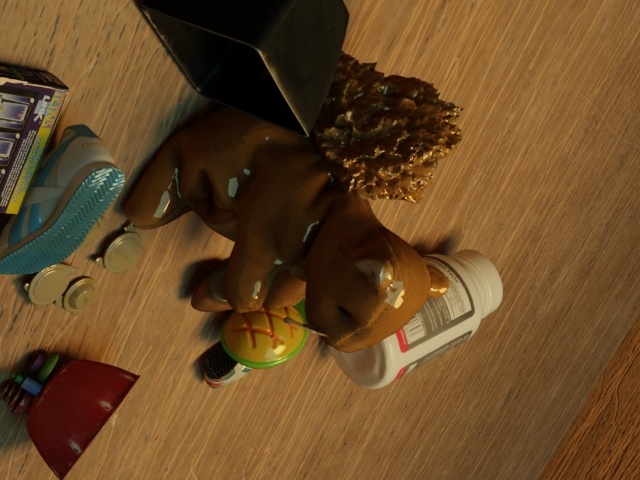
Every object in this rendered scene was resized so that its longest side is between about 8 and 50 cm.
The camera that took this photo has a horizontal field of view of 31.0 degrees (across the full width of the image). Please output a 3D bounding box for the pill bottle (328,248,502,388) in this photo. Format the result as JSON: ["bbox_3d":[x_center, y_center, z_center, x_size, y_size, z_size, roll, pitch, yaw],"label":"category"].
[{"bbox_3d":[0.177,0.128,2.079,0.318,0.176,0.176,-23,138,-35],"label":"pill bottle"}]

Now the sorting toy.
[{"bbox_3d":[-0.401,0.189,1.576,0.042,0.061,0.102,34,85,-14],"label":"sorting toy"}]

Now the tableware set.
[{"bbox_3d":[-0.316,0.033,1.546,0.168,0.020,0.141,-50,149,-4],"label":"tableware set"}]

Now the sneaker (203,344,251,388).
[{"bbox_3d":[-0.127,0.187,1.898,0.161,0.057,0.075,-34,160,-26],"label":"sneaker"}]

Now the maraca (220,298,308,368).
[{"bbox_3d":[-0.075,0.136,1.835,0.186,0.127,0.099,-35,153,-36],"label":"maraca"}]

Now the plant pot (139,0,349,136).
[{"bbox_3d":[-0.073,-0.268,1.415,0.167,0.187,0.188,-57,149,-15],"label":"plant pot"}]

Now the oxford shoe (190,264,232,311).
[{"bbox_3d":[-0.118,0.069,1.790,0.076,0.076,0.212,-36,162,37],"label":"oxford shoe"}]

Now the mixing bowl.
[{"bbox_3d":[-0.342,0.233,1.604,0.181,0.098,0.181,-52,-175,6],"label":"mixing bowl"}]

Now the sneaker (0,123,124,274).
[{"bbox_3d":[-0.329,-0.042,1.404,0.229,0.092,0.087,-43,154,23],"label":"sneaker"}]

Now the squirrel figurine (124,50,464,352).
[{"bbox_3d":[0.017,-0.059,1.532,0.397,0.370,0.281,-56,146,7],"label":"squirrel figurine"}]

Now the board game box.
[{"bbox_3d":[-0.378,-0.116,1.302,0.141,0.048,0.170,4,118,-54],"label":"board game box"}]
